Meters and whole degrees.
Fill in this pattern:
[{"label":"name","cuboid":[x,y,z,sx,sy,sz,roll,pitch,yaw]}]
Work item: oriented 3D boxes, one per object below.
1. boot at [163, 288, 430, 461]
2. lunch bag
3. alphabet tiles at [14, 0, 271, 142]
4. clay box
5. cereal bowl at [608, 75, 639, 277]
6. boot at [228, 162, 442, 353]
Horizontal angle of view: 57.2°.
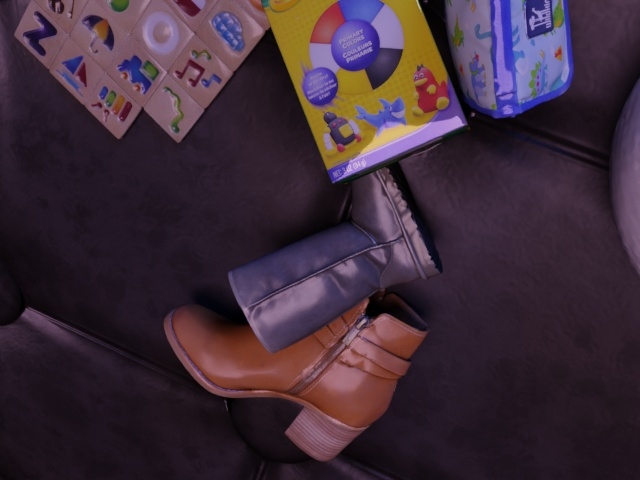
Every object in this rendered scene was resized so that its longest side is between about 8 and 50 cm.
[{"label":"boot","cuboid":[-0.034,0.106,0.691,0.283,0.109,0.220,37,114,12]},{"label":"lunch bag","cuboid":[0.143,-0.175,0.462,0.096,0.151,0.129,-5,112,22]},{"label":"alphabet tiles","cuboid":[-0.190,-0.280,0.612,0.285,0.011,0.342,45,121,-5]},{"label":"clay box","cuboid":[0.031,-0.176,0.519,0.127,0.053,0.222,-23,89,18]},{"label":"cereal bowl","cuboid":[0.386,-0.026,0.410,0.339,0.141,0.339,13,133,15]},{"label":"boot","cuboid":[-0.001,-0.001,0.610,0.208,0.076,0.190,-23,87,20]}]
